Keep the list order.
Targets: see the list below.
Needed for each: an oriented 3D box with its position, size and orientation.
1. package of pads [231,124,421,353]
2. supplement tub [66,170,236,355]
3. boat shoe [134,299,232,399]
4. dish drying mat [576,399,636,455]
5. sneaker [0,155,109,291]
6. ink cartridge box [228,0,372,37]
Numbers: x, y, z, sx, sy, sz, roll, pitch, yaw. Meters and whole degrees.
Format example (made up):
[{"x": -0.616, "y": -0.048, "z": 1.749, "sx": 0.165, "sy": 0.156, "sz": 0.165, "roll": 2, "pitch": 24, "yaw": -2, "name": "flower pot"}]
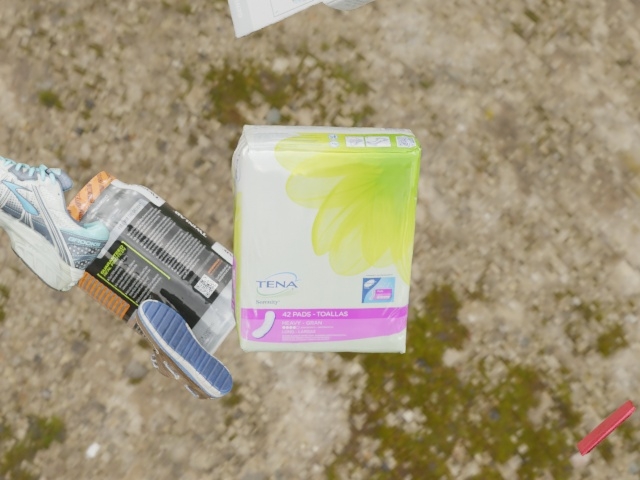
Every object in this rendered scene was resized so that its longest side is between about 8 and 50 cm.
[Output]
[{"x": 0.000, "y": 0.000, "z": 1.599, "sx": 0.229, "sy": 0.296, "sz": 0.101, "roll": 1, "pitch": 24, "yaw": -5, "name": "package of pads"}, {"x": -0.264, "y": 0.044, "z": 1.990, "sx": 0.316, "sy": 0.193, "sz": 0.193, "roll": 39, "pitch": 49, "yaw": -2, "name": "supplement tub"}, {"x": -0.212, "y": 0.167, "z": 1.831, "sx": 0.183, "sy": 0.066, "sz": 0.066, "roll": 50, "pitch": 36, "yaw": -11, "name": "boat shoe"}, {"x": 0.334, "y": 0.219, "z": 1.472, "sx": 0.008, "sy": 0.083, "sz": 0.032, "roll": 44, "pitch": 10, "yaw": -9, "name": "dish drying mat"}, {"x": -0.403, "y": -0.068, "z": 1.699, "sx": 0.122, "sy": 0.110, "sz": 0.283, "roll": -43, "pitch": 107, "yaw": 0, "name": "sneaker"}, {"x": -0.010, "y": -0.374, "z": 1.328, "sx": 0.060, "sy": 0.239, "sz": 0.275, "roll": -5, "pitch": 80, "yaw": -56, "name": "ink cartridge box"}]
